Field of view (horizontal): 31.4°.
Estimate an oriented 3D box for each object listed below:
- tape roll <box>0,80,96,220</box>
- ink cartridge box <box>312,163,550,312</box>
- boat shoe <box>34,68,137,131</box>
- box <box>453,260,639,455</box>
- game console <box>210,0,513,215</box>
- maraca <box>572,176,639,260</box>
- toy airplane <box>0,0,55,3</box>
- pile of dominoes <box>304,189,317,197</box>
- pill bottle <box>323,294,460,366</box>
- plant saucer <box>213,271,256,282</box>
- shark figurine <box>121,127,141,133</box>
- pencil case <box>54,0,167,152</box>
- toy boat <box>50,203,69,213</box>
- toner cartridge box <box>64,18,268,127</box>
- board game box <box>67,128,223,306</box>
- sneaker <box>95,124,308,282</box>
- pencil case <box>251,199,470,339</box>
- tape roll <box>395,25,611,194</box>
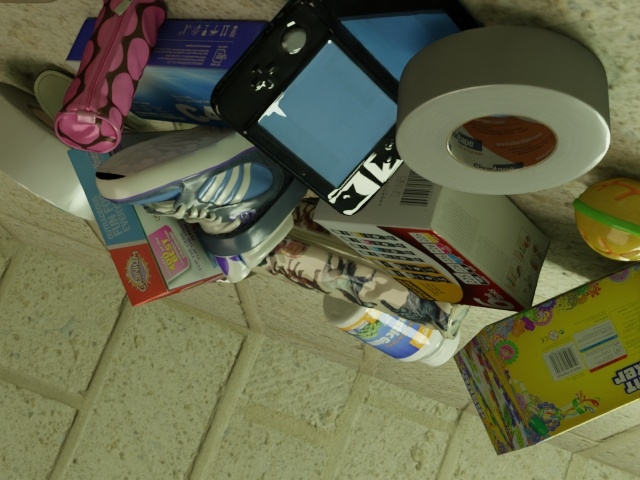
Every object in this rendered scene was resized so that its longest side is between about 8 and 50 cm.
[{"bbox_3d":[-0.462,-0.153,1.943,0.286,0.100,0.286,34,-174,-4],"label":"tape roll"},{"bbox_3d":[0.143,-0.018,1.676,0.272,0.130,0.309,5,159,40],"label":"ink cartridge box"},{"bbox_3d":[-0.390,-0.206,1.898,0.233,0.084,0.079,39,-177,-38],"label":"boat shoe"},{"bbox_3d":[0.379,0.175,1.679,0.290,0.177,0.279,-22,168,-7],"label":"box"},{"bbox_3d":[0.072,-0.143,1.268,0.293,0.250,0.173,37,-174,-46],"label":"game console"},{"bbox_3d":[0.371,-0.029,1.396,0.127,0.099,0.186,22,-168,6],"label":"maraca"},{"bbox_3d":[-0.572,-0.335,1.411,0.386,0.272,0.384,-13,-156,-38],"label":"toy airplane"},{"bbox_3d":[-0.030,-0.129,1.781,0.251,0.040,0.196,-2,154,40],"label":"pile of dominoes"},{"bbox_3d":[0.151,0.153,2.285,0.272,0.152,0.152,30,164,-31],"label":"pill bottle"},{"bbox_3d":[-0.234,-0.035,2.055,0.311,0.050,0.310,16,-151,-9],"label":"plant saucer"},{"bbox_3d":[-0.251,-0.080,1.842,0.116,0.166,0.278,-130,24,-59],"label":"shark figurine"},{"bbox_3d":[-0.256,-0.214,1.386,0.095,0.209,0.098,20,156,-15],"label":"pencil case"},{"bbox_3d":[-0.448,-0.092,2.266,0.318,0.148,0.267,21,166,4],"label":"toy boat"},{"bbox_3d":[-0.163,-0.219,1.510,0.348,0.075,0.165,10,161,40],"label":"toner cartridge box"},{"bbox_3d":[-0.222,-0.045,1.700,0.064,0.242,0.316,-24,177,22],"label":"board game box"},{"bbox_3d":[-0.155,-0.033,1.585,0.130,0.236,0.323,10,-154,40],"label":"sneaker"},{"bbox_3d":[0.064,0.033,1.947,0.410,0.159,0.183,19,161,10],"label":"pencil case"},{"bbox_3d":[0.188,-0.130,1.182,0.219,0.072,0.219,4,155,2],"label":"tape roll"}]
